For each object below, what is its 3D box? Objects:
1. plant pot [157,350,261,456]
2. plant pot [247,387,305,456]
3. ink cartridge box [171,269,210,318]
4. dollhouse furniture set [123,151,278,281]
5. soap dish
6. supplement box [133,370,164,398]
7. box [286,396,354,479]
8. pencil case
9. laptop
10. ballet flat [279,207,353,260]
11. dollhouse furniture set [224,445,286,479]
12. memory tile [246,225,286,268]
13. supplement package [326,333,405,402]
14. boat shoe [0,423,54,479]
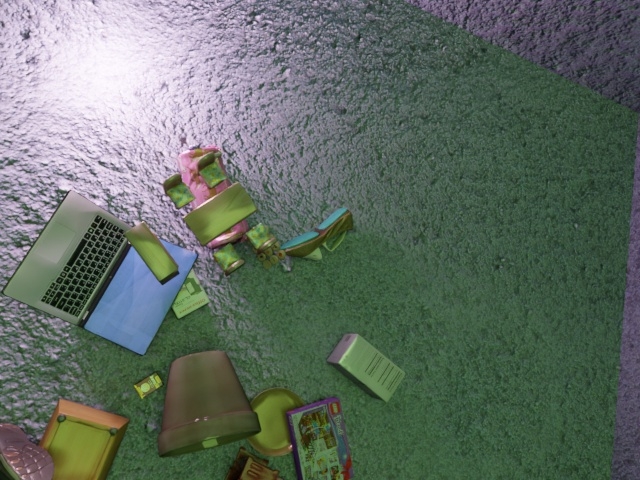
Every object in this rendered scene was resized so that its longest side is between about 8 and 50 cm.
[{"bbox_3d":[-0.376,0.524,1.627,0.324,0.323,0.280,-6,64,-19],"label":"plant pot"},{"bbox_3d":[-0.162,0.653,1.794,0.237,0.032,0.236,4,78,-19],"label":"plant pot"},{"bbox_3d":[-0.488,0.175,1.757,0.128,0.072,0.175,-29,89,-22],"label":"ink cartridge box"},{"bbox_3d":[-0.386,-0.044,1.576,0.394,0.256,0.362,-36,91,-16],"label":"dollhouse furniture set"},{"bbox_3d":[-0.763,0.671,1.542,0.229,0.118,0.290,22,72,-13],"label":"soap dish"},{"bbox_3d":[-0.580,0.489,1.679,0.083,0.043,0.054,-32,89,-22],"label":"supplement box"},{"bbox_3d":[0.000,0.739,1.793,0.201,0.057,0.292,-8,87,-27],"label":"box"},{"bbox_3d":[-0.387,-0.156,1.809,0.160,0.167,0.385,-18,87,-32],"label":"pencil case"},{"bbox_3d":[-0.693,0.103,1.606,0.408,0.237,0.381,40,66,-39],"label":"laptop"},{"bbox_3d":[0.000,0.000,1.950,0.343,0.116,0.124,-34,111,-25],"label":"ballet flat"},{"bbox_3d":[-0.134,0.861,1.671,0.374,0.201,0.152,32,70,-10],"label":"dollhouse furniture set"},{"bbox_3d":[-0.206,0.027,1.872,0.148,0.113,0.012,55,27,-1],"label":"memory tile"},{"bbox_3d":[0.171,0.480,1.882,0.244,0.139,0.133,40,71,-9],"label":"supplement package"},{"bbox_3d":[-0.882,0.652,1.423,0.132,0.356,0.130,25,83,-49],"label":"boat shoe"}]
